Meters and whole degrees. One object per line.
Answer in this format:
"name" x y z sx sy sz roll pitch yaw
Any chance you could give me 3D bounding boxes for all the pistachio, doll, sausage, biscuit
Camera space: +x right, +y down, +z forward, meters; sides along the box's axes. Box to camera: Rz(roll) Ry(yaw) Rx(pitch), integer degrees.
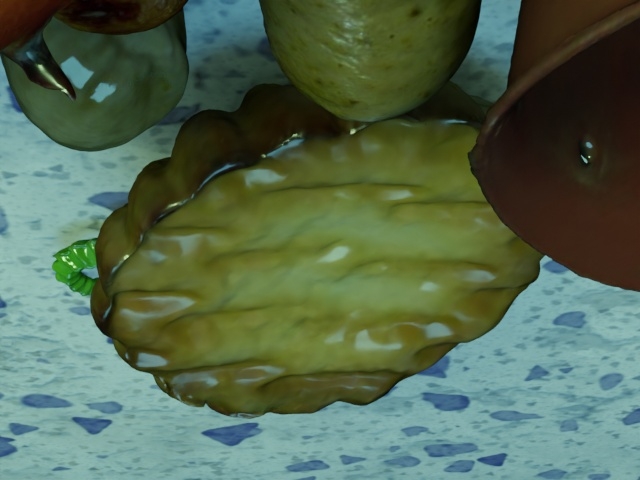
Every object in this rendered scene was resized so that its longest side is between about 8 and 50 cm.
"pistachio" -0.135 -0.108 0.903 0.126 0.108 0.185 23 159 1
"doll" -0.110 0.014 1.202 0.190 0.050 0.115 -1 146 1
"sausage" 0.000 -0.220 0.662 0.136 0.123 0.501 -30 150 -6
"biscuit" 0.000 0.000 1.077 0.326 0.107 0.326 -12 145 -9

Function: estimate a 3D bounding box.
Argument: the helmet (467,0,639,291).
"helmet" 0.240 -0.136 0.740 0.337 0.230 0.385 4 161 -9

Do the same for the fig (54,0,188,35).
"fig" -0.146 -0.177 0.767 0.201 0.134 0.146 7 127 19

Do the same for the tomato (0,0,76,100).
"tomato" -0.173 -0.162 0.559 0.256 0.256 0.224 -9 123 12
